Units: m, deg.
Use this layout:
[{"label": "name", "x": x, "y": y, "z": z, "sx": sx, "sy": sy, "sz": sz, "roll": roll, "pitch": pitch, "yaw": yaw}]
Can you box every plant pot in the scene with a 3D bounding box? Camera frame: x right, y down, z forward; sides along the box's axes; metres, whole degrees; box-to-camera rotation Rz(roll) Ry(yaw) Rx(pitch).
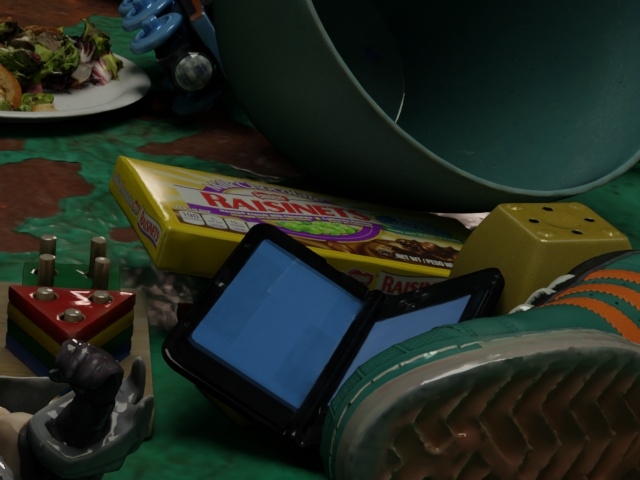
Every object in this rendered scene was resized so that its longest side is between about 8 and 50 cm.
[{"label": "plant pot", "x": 0.109, "y": 0.028, "z": 0.769, "sx": 0.081, "sy": 0.083, "sz": 0.081, "roll": -1, "pitch": 24, "yaw": -21}, {"label": "plant pot", "x": 0.049, "y": -0.138, "z": 0.978, "sx": 0.290, "sy": 0.290, "sz": 0.195, "roll": -9, "pitch": -10, "yaw": -36}]

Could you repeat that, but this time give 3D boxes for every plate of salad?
[{"label": "plate of salad", "x": -0.215, "y": -0.125, "z": 1.102, "sx": 0.199, "sy": 0.048, "sz": 0.200, "roll": 5, "pitch": 21, "yaw": -2}]

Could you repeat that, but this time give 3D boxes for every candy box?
[{"label": "candy box", "x": 0.000, "y": 0.000, "z": 0.836, "sx": 0.206, "sy": 0.027, "sz": 0.105, "roll": 10, "pitch": 16, "yaw": -25}]

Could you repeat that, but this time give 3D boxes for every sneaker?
[{"label": "sneaker", "x": 0.111, "y": 0.066, "z": 0.658, "sx": 0.302, "sy": 0.108, "sz": 0.121, "roll": 1, "pitch": 20, "yaw": -36}]

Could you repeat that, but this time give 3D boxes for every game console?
[{"label": "game console", "x": 0.009, "y": 0.033, "z": 0.705, "sx": 0.107, "sy": 0.071, "sz": 0.122, "roll": -18, "pitch": 21, "yaw": 30}]

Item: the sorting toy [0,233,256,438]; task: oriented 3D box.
[{"label": "sorting toy", "x": -0.133, "y": 0.036, "z": 0.724, "sx": 0.274, "sy": 0.046, "sz": 0.132, "roll": 4, "pitch": 22, "yaw": -9}]

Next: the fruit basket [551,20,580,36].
[{"label": "fruit basket", "x": 0.322, "y": -0.160, "z": 1.209, "sx": 0.353, "sy": 0.165, "sz": 0.327, "roll": 9, "pitch": 21, "yaw": -3}]

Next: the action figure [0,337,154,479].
[{"label": "action figure", "x": -0.137, "y": 0.084, "z": 0.537, "sx": 0.185, "sy": 0.099, "sz": 0.285, "roll": -11, "pitch": 22, "yaw": -19}]

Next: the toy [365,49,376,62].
[{"label": "toy", "x": 0.014, "y": -0.148, "z": 1.223, "sx": 0.137, "sy": 0.056, "sz": 0.237, "roll": -7, "pitch": 20, "yaw": -23}]

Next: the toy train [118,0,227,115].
[{"label": "toy train", "x": -0.081, "y": -0.156, "z": 1.135, "sx": 0.105, "sy": 0.080, "sz": 0.184, "roll": -33, "pitch": 25, "yaw": 3}]
